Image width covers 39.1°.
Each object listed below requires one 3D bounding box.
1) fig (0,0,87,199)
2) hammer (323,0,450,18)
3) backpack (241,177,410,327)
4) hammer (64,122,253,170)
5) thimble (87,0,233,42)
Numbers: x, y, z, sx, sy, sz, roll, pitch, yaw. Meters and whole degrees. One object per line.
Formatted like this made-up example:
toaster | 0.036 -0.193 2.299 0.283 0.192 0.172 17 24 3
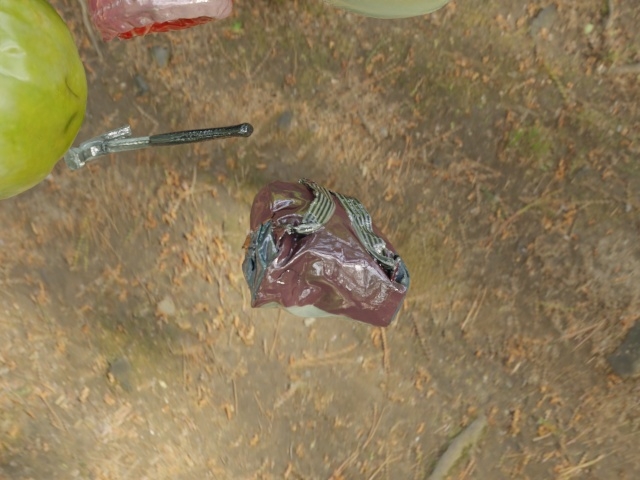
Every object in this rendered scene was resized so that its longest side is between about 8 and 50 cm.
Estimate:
fig | -0.354 -0.140 0.824 0.233 0.314 0.233 3 102 17
hammer | 0.129 -0.140 0.374 0.306 0.113 0.201 29 78 -5
backpack | 0.000 0.000 1.602 0.283 0.197 0.317 15 32 -19
hammer | -0.190 -0.126 1.113 0.247 0.103 0.029 -4 111 24
thimble | -0.206 -0.333 1.157 0.163 0.190 0.124 -18 103 -47
